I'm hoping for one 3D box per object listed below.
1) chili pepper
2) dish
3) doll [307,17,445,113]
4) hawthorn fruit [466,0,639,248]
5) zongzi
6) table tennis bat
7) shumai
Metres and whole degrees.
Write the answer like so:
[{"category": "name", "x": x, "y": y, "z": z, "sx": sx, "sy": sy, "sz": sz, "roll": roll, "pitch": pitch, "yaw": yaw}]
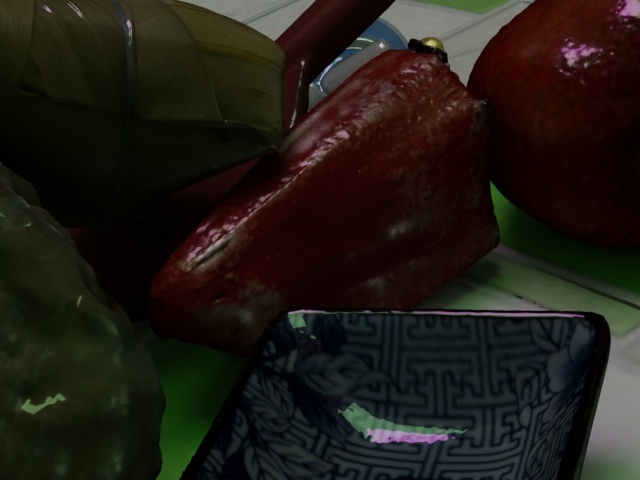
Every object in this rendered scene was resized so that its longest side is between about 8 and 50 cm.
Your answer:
[{"category": "chili pepper", "x": 0.000, "y": 0.000, "z": 0.799, "sx": 0.252, "sy": 0.144, "sz": 0.136, "roll": -36, "pitch": 74, "yaw": -29}, {"category": "dish", "x": 0.031, "y": 0.128, "z": 0.605, "sx": 0.181, "sy": 0.080, "sz": 0.243, "roll": 0, "pitch": 32, "yaw": 21}, {"category": "doll", "x": -0.005, "y": -0.102, "z": 1.022, "sx": 0.135, "sy": 0.099, "sz": 0.241, "roll": 14, "pitch": 41, "yaw": 41}, {"category": "hawthorn fruit", "x": 0.184, "y": -0.090, "z": 0.850, "sx": 0.189, "sy": 0.190, "sz": 0.251, "roll": -26, "pitch": 23, "yaw": -24}, {"category": "zongzi", "x": -0.177, "y": -0.069, "z": 0.763, "sx": 0.256, "sy": 0.115, "sz": 0.228, "roll": 0, "pitch": -14, "yaw": -36}, {"category": "table tennis bat", "x": -0.072, "y": -0.069, "z": 0.901, "sx": 0.310, "sy": 0.038, "sz": 0.200, "roll": -44, "pitch": 38, "yaw": 2}, {"category": "shumai", "x": -0.210, "y": 0.069, "z": 0.714, "sx": 0.329, "sy": 0.292, "sz": 0.288, "roll": -1, "pitch": -5, "yaw": 14}]
